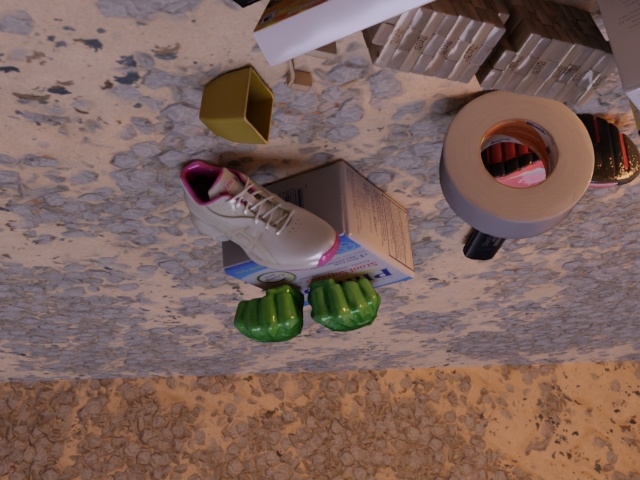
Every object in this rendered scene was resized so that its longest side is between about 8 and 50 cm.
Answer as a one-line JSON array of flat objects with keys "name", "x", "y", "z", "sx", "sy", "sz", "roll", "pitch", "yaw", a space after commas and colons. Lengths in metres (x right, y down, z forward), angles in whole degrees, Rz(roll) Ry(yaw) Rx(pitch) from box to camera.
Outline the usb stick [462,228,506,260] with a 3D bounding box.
[{"name": "usb stick", "x": 0.363, "y": -0.024, "z": 1.609, "sx": 0.077, "sy": 0.045, "sz": 0.278, "roll": 3, "pitch": 157, "yaw": -1}]

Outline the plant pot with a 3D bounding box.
[{"name": "plant pot", "x": -0.122, "y": -0.185, "z": 1.074, "sx": 0.083, "sy": 0.081, "sz": 0.081, "roll": -2, "pitch": 160, "yaw": 20}]

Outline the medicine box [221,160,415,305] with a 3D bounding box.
[{"name": "medicine box", "x": 0.000, "y": 0.000, "z": 1.451, "sx": 0.263, "sy": 0.149, "sz": 0.289, "roll": -16, "pitch": 154, "yaw": 26}]

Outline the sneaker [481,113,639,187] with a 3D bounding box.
[{"name": "sneaker", "x": 0.372, "y": -0.137, "z": 1.290, "sx": 0.313, "sy": 0.116, "sz": 0.136, "roll": 2, "pitch": 168, "yaw": 1}]

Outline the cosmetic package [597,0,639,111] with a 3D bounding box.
[{"name": "cosmetic package", "x": 0.431, "y": -0.249, "z": 0.895, "sx": 0.151, "sy": 0.184, "sz": 0.151, "roll": -22, "pitch": 152, "yaw": 34}]

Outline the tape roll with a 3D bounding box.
[{"name": "tape roll", "x": 0.289, "y": -0.115, "z": 1.144, "sx": 0.219, "sy": 0.219, "sz": 0.072, "roll": -5, "pitch": 159, "yaw": 0}]

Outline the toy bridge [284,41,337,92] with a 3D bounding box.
[{"name": "toy bridge", "x": -0.010, "y": -0.253, "z": 0.995, "sx": 0.063, "sy": 0.026, "sz": 0.188, "roll": 6, "pitch": 155, "yaw": -24}]

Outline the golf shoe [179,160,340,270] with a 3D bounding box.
[{"name": "golf shoe", "x": -0.112, "y": -0.043, "z": 1.254, "sx": 0.306, "sy": 0.115, "sz": 0.140, "roll": 19, "pitch": 153, "yaw": 27}]

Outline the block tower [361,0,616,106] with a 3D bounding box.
[{"name": "block tower", "x": 0.204, "y": -0.250, "z": 0.937, "sx": 0.335, "sy": 0.097, "sz": 0.091, "roll": 6, "pitch": 140, "yaw": -25}]

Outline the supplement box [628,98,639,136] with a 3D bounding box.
[{"name": "supplement box", "x": 0.522, "y": -0.195, "z": 1.177, "sx": 0.056, "sy": 0.083, "sz": 0.083, "roll": -23, "pitch": 152, "yaw": 37}]

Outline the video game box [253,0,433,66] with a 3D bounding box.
[{"name": "video game box", "x": 0.046, "y": -0.269, "z": 0.770, "sx": 0.205, "sy": 0.187, "sz": 0.048, "roll": -16, "pitch": 123, "yaw": 24}]

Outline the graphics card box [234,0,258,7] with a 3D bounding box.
[{"name": "graphics card box", "x": -0.102, "y": -0.347, "z": 0.619, "sx": 0.232, "sy": 0.094, "sz": 0.371, "roll": -11, "pitch": 157, "yaw": 38}]

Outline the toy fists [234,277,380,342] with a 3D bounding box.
[{"name": "toy fists", "x": -0.025, "y": 0.131, "z": 1.449, "sx": 0.279, "sy": 0.096, "sz": 0.142, "roll": -9, "pitch": 168, "yaw": 6}]
